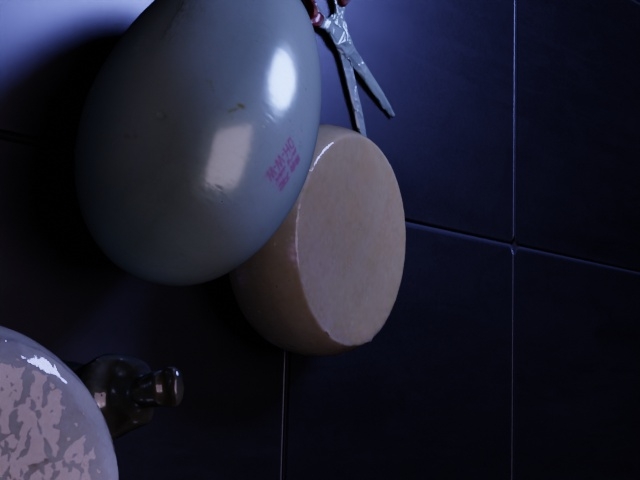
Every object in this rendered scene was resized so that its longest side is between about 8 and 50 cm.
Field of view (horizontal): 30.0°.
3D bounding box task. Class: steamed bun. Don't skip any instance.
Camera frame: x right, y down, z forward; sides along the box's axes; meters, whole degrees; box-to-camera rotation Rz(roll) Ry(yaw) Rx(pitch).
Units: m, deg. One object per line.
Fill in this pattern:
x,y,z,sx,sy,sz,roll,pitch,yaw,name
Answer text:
-0.313,0.204,0.968,0.283,0.177,0.283,3,85,-37,steamed bun

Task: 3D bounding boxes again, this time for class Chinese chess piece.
0.000,0.000,1.380,0.273,0.102,0.273,-2,92,-57,Chinese chess piece

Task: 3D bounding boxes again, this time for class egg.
-0.114,-0.126,1.197,0.230,0.230,0.371,43,52,-37,egg

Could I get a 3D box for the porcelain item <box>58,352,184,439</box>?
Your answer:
-0.199,0.142,1.080,0.069,0.215,0.081,15,73,-46,porcelain item

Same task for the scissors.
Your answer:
0.031,-0.248,1.537,0.144,0.017,0.248,-45,120,-41,scissors
